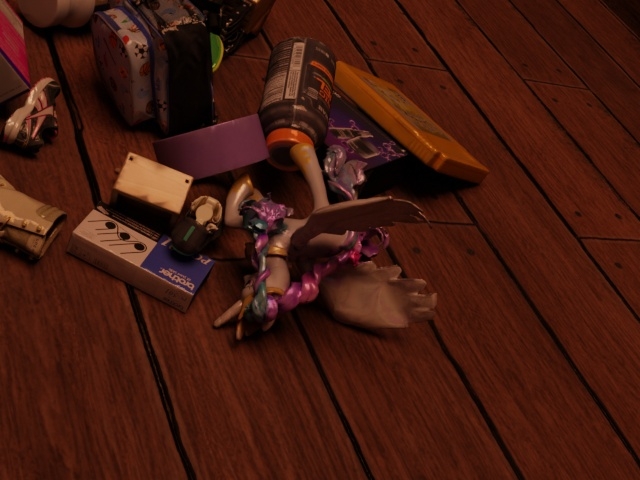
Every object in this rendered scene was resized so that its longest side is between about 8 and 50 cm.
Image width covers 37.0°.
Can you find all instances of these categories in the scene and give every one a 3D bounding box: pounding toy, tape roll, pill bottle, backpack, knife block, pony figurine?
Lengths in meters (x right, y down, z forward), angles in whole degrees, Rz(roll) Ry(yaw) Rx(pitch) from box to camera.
[{"bbox_3d":[-0.283,-0.080,1.553,0.130,0.141,0.100,22,64,-8],"label":"pounding toy"},{"bbox_3d":[-0.187,-0.156,1.644,0.189,0.189,0.080,-25,102,-48],"label":"tape roll"},{"bbox_3d":[-0.474,-0.514,1.938,0.153,0.153,0.264,39,38,16],"label":"pill bottle"},{"bbox_3d":[-0.309,-0.352,1.779,0.213,0.277,0.263,-11,46,-24],"label":"backpack"},{"bbox_3d":[-0.164,-0.542,2.109,0.088,0.276,0.242,29,6,2],"label":"knife block"},{"bbox_3d":[0.000,0.000,1.551,0.350,0.303,0.363,-9,44,4],"label":"pony figurine"},{"bbox_3d":[-0.045,-0.246,1.763,0.130,0.130,0.246,17,54,-14],"label":"pill bottle"}]

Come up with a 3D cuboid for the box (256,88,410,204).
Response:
[{"bbox_3d":[0.020,-0.198,1.912,0.261,0.103,0.184,42,35,20],"label":"box"}]

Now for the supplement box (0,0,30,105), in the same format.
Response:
[{"bbox_3d":[-0.581,-0.334,1.646,0.111,0.114,0.220,-26,46,4],"label":"supplement box"}]

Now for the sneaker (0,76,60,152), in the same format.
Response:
[{"bbox_3d":[-0.480,-0.205,1.637,0.077,0.072,0.178,32,42,-14],"label":"sneaker"}]

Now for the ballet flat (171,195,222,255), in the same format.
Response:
[{"bbox_3d":[-0.188,-0.032,1.544,0.074,0.074,0.203,26,16,-2],"label":"ballet flat"}]

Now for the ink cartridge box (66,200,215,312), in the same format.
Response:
[{"bbox_3d":[-0.277,0.024,1.487,0.207,0.046,0.097,28,36,-1],"label":"ink cartridge box"}]

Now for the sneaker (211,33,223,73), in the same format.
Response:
[{"bbox_3d":[-0.288,-0.453,1.961,0.123,0.109,0.296,19,47,-59],"label":"sneaker"}]

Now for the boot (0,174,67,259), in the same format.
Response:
[{"bbox_3d":[-0.481,-0.021,1.388,0.165,0.077,0.213,30,33,0],"label":"boot"}]

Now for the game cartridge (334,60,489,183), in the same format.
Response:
[{"bbox_3d":[0.193,-0.249,2.046,0.323,0.053,0.285,43,18,23],"label":"game cartridge"}]
